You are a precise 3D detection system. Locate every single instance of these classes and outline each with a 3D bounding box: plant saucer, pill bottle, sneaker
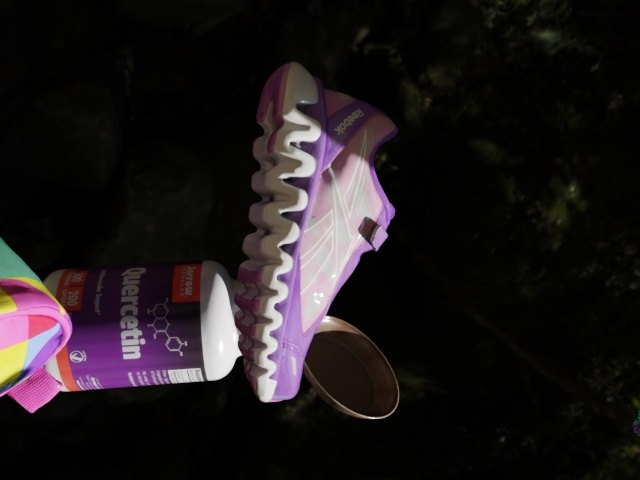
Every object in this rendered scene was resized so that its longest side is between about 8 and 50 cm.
[{"bbox_3d":[0.037,0.206,1.140,0.036,0.198,0.198,-50,171,27],"label":"plant saucer"},{"bbox_3d":[-0.242,0.124,1.075,0.181,0.322,0.182,176,-90,-86],"label":"pill bottle"},{"bbox_3d":[0.000,0.000,0.509,0.095,0.104,0.237,-163,-99,-70],"label":"sneaker"}]

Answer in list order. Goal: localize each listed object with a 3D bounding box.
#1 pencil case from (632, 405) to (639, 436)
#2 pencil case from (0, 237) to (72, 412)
[{"bbox_3d":[0.422,0.171,0.867,0.070,0.064,0.152,-120,-147,-70],"label":"pencil case"},{"bbox_3d":[-0.241,-0.001,0.401,0.104,0.236,0.104,-40,164,-15],"label":"pencil case"}]
